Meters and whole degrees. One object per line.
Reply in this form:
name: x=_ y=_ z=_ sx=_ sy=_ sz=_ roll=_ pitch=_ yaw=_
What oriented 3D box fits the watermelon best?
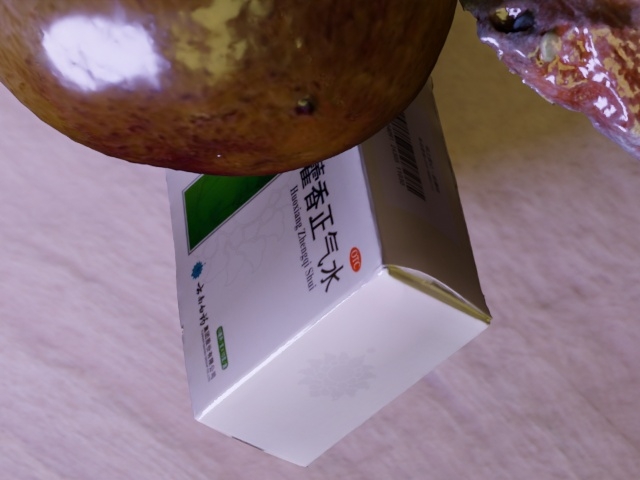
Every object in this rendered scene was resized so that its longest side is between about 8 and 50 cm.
watermelon: x=0.195 y=-0.136 z=1.144 sx=0.257 sy=0.193 sz=0.140 roll=21 pitch=129 yaw=-14

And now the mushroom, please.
mushroom: x=-0.059 y=-0.141 z=1.045 sx=0.263 sy=0.195 sz=0.283 roll=-18 pitch=140 yaw=35

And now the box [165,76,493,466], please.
box: x=0.000 y=0.000 z=1.199 sx=0.095 sy=0.212 sz=0.168 roll=30 pitch=124 yaw=-35
